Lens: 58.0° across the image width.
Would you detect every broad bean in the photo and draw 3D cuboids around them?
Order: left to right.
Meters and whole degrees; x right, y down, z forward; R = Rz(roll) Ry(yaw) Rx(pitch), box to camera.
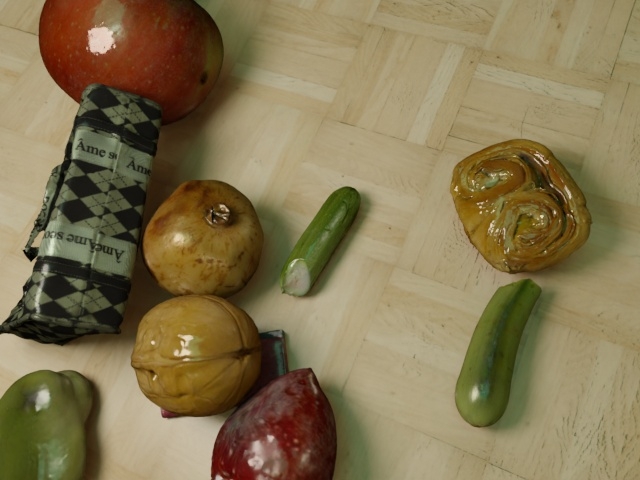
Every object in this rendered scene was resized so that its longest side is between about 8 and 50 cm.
[{"bbox_3d":[-0.478,0.347,0.966,0.188,0.121,0.264,-3,70,13],"label":"broad bean"}]

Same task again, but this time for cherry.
[{"bbox_3d":[-0.060,0.308,0.875,0.175,0.192,0.250,31,61,-18],"label":"cherry"}]

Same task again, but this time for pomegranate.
[{"bbox_3d":[-0.204,-0.003,1.003,0.215,0.215,0.216,-4,68,9],"label":"pomegranate"}]

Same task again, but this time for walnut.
[{"bbox_3d":[-0.199,0.180,0.915,0.225,0.193,0.193,1,66,37],"label":"walnut"}]

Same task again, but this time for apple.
[{"bbox_3d":[-0.366,-0.385,1.134,0.348,0.348,0.277,45,103,23],"label":"apple"}]

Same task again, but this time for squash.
[{"bbox_3d":[0.000,0.000,1.047,0.069,0.069,0.239,28,75,19],"label":"squash"},{"bbox_3d":[0.281,0.176,0.924,0.083,0.083,0.250,20,70,17],"label":"squash"}]

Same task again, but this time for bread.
[{"bbox_3d":[0.337,-0.058,0.982,0.198,0.120,0.236,-24,67,1],"label":"bread"}]

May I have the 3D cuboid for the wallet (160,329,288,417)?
[{"bbox_3d":[-0.170,0.233,1.008,0.232,0.025,0.120,-11,67,7],"label":"wallet"}]

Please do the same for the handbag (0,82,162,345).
[{"bbox_3d":[-0.428,-0.028,1.034,0.316,0.180,0.417,-19,59,51],"label":"handbag"}]
